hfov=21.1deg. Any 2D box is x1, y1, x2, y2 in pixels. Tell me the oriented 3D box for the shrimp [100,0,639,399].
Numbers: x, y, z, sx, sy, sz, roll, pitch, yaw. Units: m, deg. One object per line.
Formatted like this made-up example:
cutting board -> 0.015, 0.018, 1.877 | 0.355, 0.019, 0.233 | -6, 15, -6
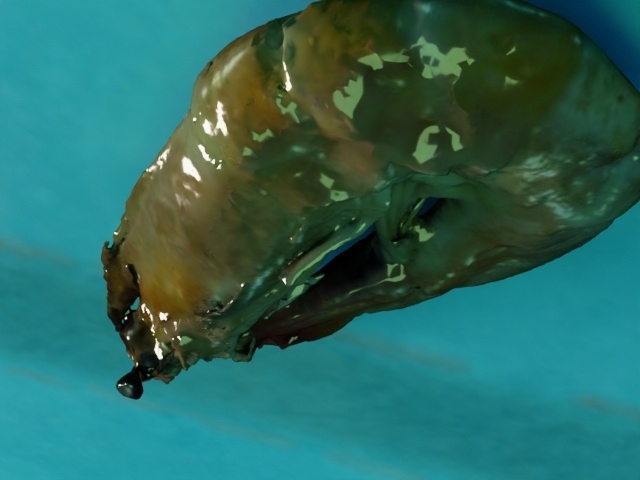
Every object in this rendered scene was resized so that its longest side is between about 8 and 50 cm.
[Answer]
shrimp -> 0.000, 0.000, 0.408 | 0.101, 0.042, 0.190 | 25, 144, -22
